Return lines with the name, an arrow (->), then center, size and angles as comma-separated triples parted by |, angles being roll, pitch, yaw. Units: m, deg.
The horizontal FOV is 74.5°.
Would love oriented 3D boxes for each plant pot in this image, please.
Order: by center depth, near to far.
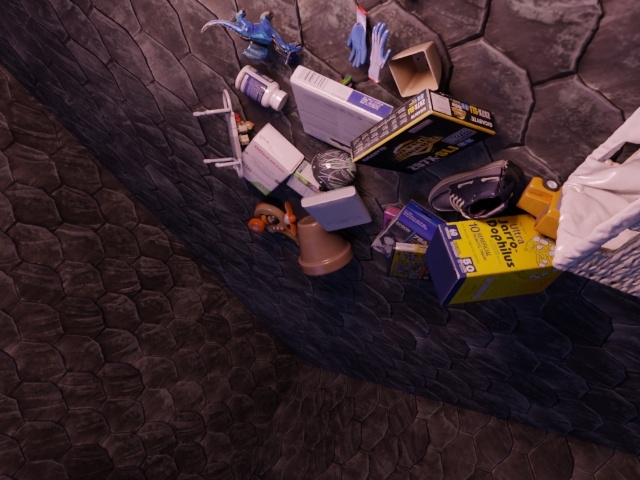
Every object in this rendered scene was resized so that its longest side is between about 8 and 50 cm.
plant pot -> 0.262, -0.462, 1.114 | 0.109, 0.096, 0.109 | 2, 137, 43
plant pot -> 0.000, 0.000, 1.936 | 0.263, 0.263, 0.229 | 1, 118, 43

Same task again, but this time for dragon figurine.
dragon figurine -> -0.194, -0.600, 1.253 | 0.085, 0.290, 0.143 | -38, 68, 57

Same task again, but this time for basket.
basket -> 0.763, -0.083, 0.967 | 0.267, 0.331, 0.328 | 24, 149, 6

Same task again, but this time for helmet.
helmet -> 0.050, -0.255, 1.549 | 0.170, 0.169, 0.161 | 31, 170, 4

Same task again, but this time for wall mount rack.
wall mount rack -> -0.413, -0.419, 1.703 | 0.304, 0.131, 0.349 | -147, 47, -64

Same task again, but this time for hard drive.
hard drive -> 0.072, -0.116, 1.657 | 0.203, 0.040, 0.307 | -12, 160, 14

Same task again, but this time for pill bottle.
pill bottle -> -0.203, -0.527, 1.472 | 0.170, 0.094, 0.094 | 33, 150, 2

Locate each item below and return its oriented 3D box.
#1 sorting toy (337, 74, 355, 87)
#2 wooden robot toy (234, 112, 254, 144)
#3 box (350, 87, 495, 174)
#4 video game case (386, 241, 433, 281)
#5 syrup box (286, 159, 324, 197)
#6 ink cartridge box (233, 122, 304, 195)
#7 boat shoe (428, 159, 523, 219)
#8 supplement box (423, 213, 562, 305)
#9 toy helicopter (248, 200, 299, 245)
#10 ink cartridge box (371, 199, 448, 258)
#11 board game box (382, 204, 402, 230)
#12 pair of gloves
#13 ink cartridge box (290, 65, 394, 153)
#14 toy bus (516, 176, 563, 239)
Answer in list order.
sorting toy -> 0.079, -0.478, 1.305 | 0.042, 0.061, 0.102 | 46, 171, -22
wooden robot toy -> -0.302, -0.460, 1.683 | 0.076, 0.079, 0.173 | 103, 147, -52
box -> 0.283, -0.296, 1.213 | 0.258, 0.079, 0.322 | 3, 165, -34
video game case -> 0.399, 0.091, 1.667 | 0.249, 0.035, 0.274 | 6, 154, 6
syrup box -> -0.011, -0.214, 1.743 | 0.237, 0.093, 0.096 | 36, 150, -4
ink cartridge box -> -0.221, -0.329, 1.756 | 0.198, 0.114, 0.273 | 41, 150, -13
boat shoe -> 0.459, -0.132, 1.342 | 0.127, 0.158, 0.341 | 42, 149, -13
supplement box -> 0.544, 0.058, 1.330 | 0.358, 0.194, 0.195 | -7, 148, -7
toy helicopter -> -0.167, -0.072, 2.107 | 0.355, 0.140, 0.235 | 37, 143, -28
ink cartridge box -> 0.334, -0.017, 1.640 | 0.166, 0.065, 0.332 | 33, 149, 1
board game box -> 0.416, -0.005, 1.685 | 0.347, 0.056, 0.208 | 23, 153, 18
pair of gloves -> 0.128, -0.523, 1.134 | 0.198, 0.023, 0.159 | 57, 156, 34
ink cartridge box -> 0.076, -0.395, 1.384 | 0.325, 0.071, 0.330 | 27, 172, 11
toy bus -> 0.741, -0.055, 1.210 | 0.333, 0.130, 0.108 | 26, 149, 13
